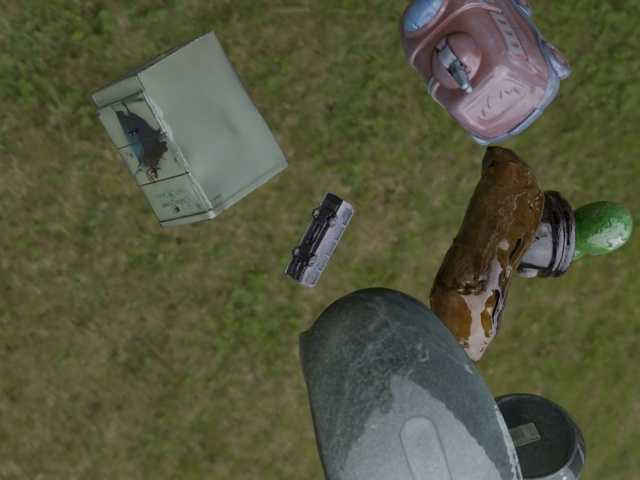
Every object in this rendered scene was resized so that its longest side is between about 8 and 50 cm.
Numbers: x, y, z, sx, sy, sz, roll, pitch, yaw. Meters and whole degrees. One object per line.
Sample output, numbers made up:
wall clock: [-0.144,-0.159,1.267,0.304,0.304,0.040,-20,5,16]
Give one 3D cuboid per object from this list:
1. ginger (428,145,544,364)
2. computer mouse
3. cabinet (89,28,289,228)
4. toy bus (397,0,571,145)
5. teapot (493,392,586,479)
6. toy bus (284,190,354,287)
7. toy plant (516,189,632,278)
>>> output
ginger: [0.219,0.008,1.582,0.133,0.107,0.309,68,41,-69]
computer mouse: [0.096,0.232,1.283,0.203,0.114,0.374,-23,96,-15]
cabinet: [-0.177,-0.144,1.615,0.150,0.145,0.206,-37,105,-30]
toy bus: [0.243,-0.308,1.981,0.197,0.294,0.232,-40,148,27]
teapot: [0.270,0.340,1.750,0.203,0.171,0.225,-11,140,-4]
toy bus: [0.000,0.000,1.669,0.052,0.037,0.131,26,93,-55]
toy plant: [0.481,-0.015,2.426,0.235,0.218,0.175,-4,80,-16]
